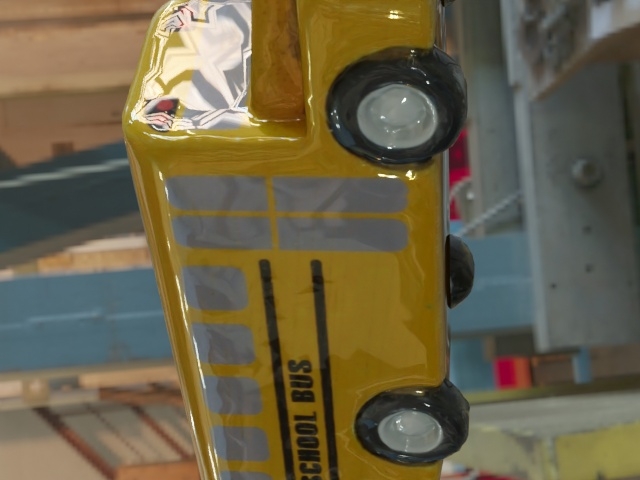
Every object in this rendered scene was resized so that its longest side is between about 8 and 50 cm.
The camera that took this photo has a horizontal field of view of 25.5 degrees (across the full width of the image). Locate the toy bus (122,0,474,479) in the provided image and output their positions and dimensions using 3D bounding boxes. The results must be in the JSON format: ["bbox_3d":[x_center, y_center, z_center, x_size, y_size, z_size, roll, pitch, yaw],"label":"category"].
[{"bbox_3d":[0.000,0.000,0.607,0.108,0.130,0.333,-82,-10,-45],"label":"toy bus"}]
